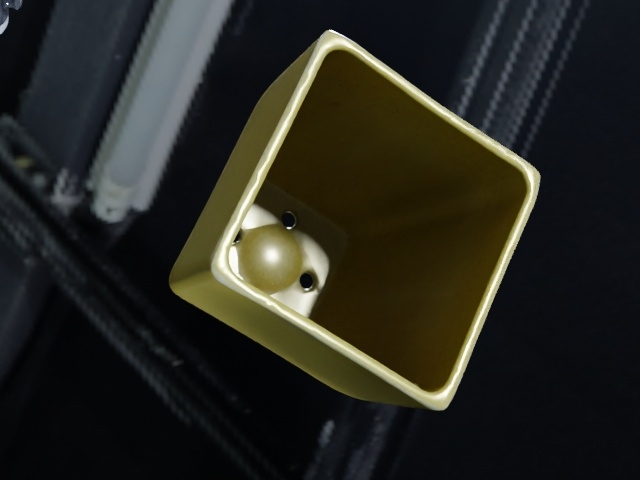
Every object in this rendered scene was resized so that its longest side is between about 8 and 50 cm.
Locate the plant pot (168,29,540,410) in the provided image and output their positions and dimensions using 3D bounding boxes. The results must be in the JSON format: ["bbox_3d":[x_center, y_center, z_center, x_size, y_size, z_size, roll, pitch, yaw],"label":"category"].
[{"bbox_3d":[0.000,0.000,0.451,0.083,0.081,0.081,-17,-136,62],"label":"plant pot"}]

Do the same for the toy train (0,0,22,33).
[{"bbox_3d":[-0.234,-0.184,0.873,0.184,0.105,0.080,92,-5,-46],"label":"toy train"}]
